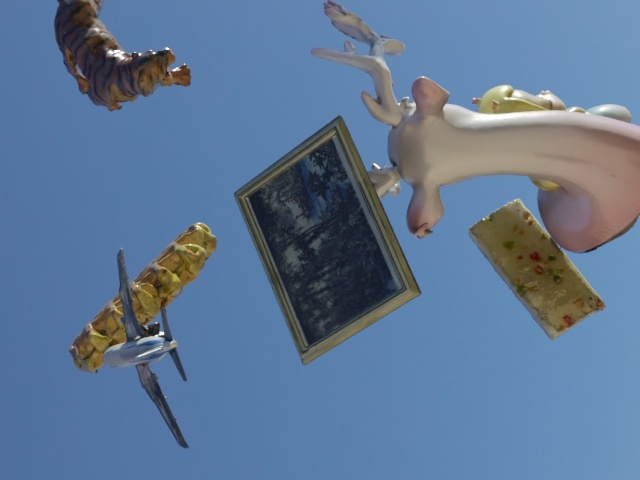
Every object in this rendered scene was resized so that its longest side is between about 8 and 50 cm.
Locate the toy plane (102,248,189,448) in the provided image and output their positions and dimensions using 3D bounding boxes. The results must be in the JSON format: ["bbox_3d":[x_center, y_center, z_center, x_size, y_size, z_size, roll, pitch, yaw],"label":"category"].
[{"bbox_3d":[-0.195,0.121,1.587,0.058,0.226,0.225,-18,-90,-18],"label":"toy plane"}]

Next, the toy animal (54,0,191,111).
[{"bbox_3d":[-0.253,-0.229,1.573,0.114,0.255,0.116,-42,-19,4],"label":"toy animal"}]

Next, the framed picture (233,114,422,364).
[{"bbox_3d":[0.000,0.000,1.304,0.142,0.183,0.011,-34,-21,29],"label":"framed picture"}]

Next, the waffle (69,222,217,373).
[{"bbox_3d":[-0.231,0.081,1.831,0.249,0.056,0.253,-38,10,50],"label":"waffle"}]

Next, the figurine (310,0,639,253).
[{"bbox_3d":[0.127,-0.088,1.430,0.316,0.284,0.206,14,-80,-22],"label":"figurine"}]

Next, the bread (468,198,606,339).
[{"bbox_3d":[0.221,0.028,1.497,0.068,0.153,0.028,-32,-23,-9],"label":"bread"}]
